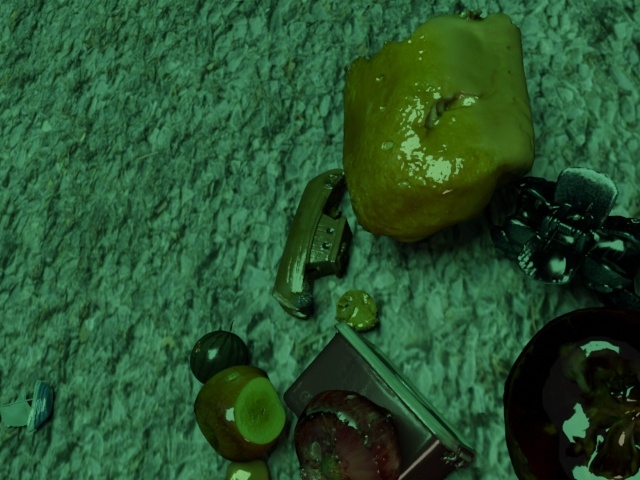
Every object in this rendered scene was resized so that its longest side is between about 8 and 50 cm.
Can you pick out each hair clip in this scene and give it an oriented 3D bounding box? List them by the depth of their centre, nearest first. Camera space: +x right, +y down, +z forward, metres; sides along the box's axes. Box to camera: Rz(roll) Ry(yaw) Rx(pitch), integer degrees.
[{"bbox_3d":[0.422,-0.004,1.305,0.310,0.206,0.194,29,94,32],"label":"hair clip"}]

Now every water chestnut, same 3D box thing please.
[{"bbox_3d":[0.416,0.240,1.117,0.350,0.302,0.350,-10,62,20],"label":"water chestnut"}]

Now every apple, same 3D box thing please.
[{"bbox_3d":[-0.137,0.296,1.397,0.147,0.146,0.163,-28,15,-26],"label":"apple"}]

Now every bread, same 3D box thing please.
[{"bbox_3d":[-0.128,0.429,1.378,0.082,0.056,0.115,-12,57,16],"label":"bread"},{"bbox_3d":[0.188,-0.191,1.433,0.361,0.250,0.394,-30,46,45],"label":"bread"}]

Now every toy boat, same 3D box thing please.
[{"bbox_3d":[0.000,0.000,1.559,0.121,0.089,0.321,8,63,19],"label":"toy boat"},{"bbox_3d":[-0.610,0.351,1.634,0.149,0.034,0.105,-30,53,3],"label":"toy boat"}]

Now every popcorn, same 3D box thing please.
[{"bbox_3d":[0.059,0.138,1.478,0.084,0.084,0.084,-10,58,17],"label":"popcorn"}]

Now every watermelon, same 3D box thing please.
[{"bbox_3d":[-0.184,0.209,1.496,0.105,0.105,0.133,24,90,31],"label":"watermelon"}]

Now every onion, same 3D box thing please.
[{"bbox_3d":[0.052,0.291,1.139,0.147,0.184,0.184,-21,46,-36],"label":"onion"}]

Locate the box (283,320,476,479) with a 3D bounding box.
[{"bbox_3d":[0.088,0.292,1.294,0.167,0.193,0.294,-45,56,-1],"label":"box"}]
